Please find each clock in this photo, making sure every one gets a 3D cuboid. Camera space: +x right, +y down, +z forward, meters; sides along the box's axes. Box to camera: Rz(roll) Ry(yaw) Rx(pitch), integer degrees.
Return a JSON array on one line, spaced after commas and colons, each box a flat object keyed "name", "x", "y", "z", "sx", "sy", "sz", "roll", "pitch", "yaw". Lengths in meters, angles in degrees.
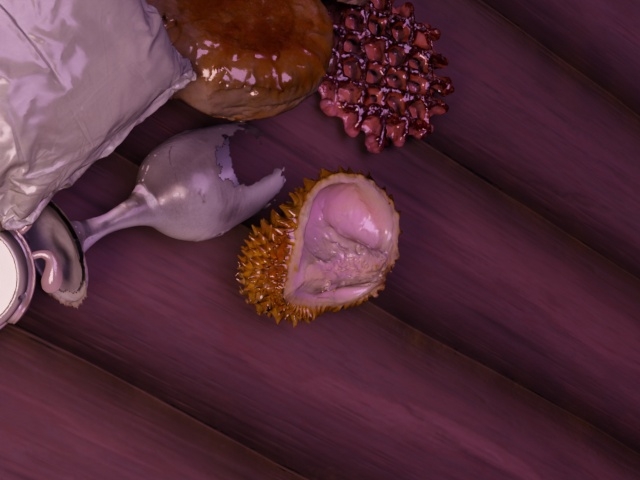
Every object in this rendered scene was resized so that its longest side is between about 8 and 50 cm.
[{"name": "clock", "x": -0.385, "y": 0.037, "z": 1.417, "sx": 0.191, "sy": 0.062, "sz": 0.151, "roll": -28, "pitch": 96, "yaw": -5}]

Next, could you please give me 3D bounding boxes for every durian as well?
[{"name": "durian", "x": -0.006, "y": 0.007, "z": 1.646, "sx": 0.250, "sy": 0.138, "sz": 0.183, "roll": -15, "pitch": 90, "yaw": -40}]

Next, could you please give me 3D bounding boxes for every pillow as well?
[{"name": "pillow", "x": -0.298, "y": -0.208, "z": 1.389, "sx": 0.310, "sy": 0.138, "sz": 0.283, "roll": -44, "pitch": 116, "yaw": -27}]

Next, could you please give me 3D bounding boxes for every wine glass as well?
[{"name": "wine glass", "x": -0.195, "y": -0.044, "z": 1.545, "sx": 0.321, "sy": 0.143, "sz": 0.143, "roll": -29, "pitch": 97, "yaw": -34}]

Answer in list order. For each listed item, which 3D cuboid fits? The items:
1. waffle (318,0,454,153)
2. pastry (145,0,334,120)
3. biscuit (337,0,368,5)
[{"name": "waffle", "x": 0.079, "y": -0.236, "z": 1.791, "sx": 0.221, "sy": 0.055, "sz": 0.234, "roll": -43, "pitch": 99, "yaw": -28}, {"name": "pastry", "x": -0.105, "y": -0.248, "z": 1.612, "sx": 0.257, "sy": 0.121, "sz": 0.235, "roll": 9, "pitch": 52, "yaw": -16}, {"name": "biscuit", "x": 0.032, "y": -0.385, "z": 1.746, "sx": 0.133, "sy": 0.032, "sz": 0.250, "roll": 35, "pitch": 35, "yaw": -32}]
